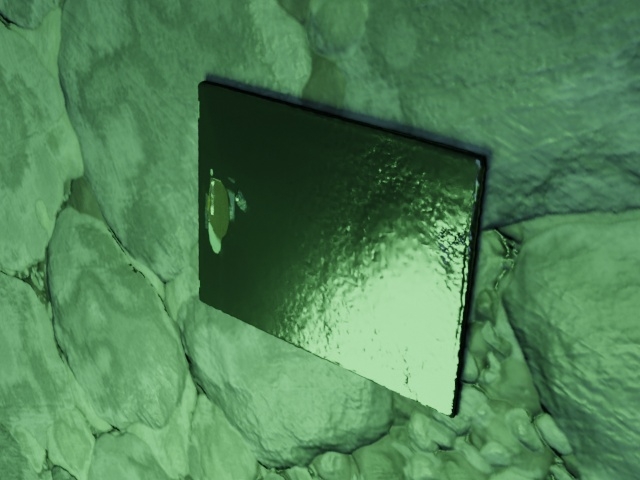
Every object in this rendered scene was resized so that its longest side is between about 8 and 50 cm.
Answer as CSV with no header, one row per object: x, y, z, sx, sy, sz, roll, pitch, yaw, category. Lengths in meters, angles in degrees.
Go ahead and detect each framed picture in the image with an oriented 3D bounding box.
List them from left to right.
0.000,0.000,0.884,0.324,0.013,0.244,21,119,36,framed picture
